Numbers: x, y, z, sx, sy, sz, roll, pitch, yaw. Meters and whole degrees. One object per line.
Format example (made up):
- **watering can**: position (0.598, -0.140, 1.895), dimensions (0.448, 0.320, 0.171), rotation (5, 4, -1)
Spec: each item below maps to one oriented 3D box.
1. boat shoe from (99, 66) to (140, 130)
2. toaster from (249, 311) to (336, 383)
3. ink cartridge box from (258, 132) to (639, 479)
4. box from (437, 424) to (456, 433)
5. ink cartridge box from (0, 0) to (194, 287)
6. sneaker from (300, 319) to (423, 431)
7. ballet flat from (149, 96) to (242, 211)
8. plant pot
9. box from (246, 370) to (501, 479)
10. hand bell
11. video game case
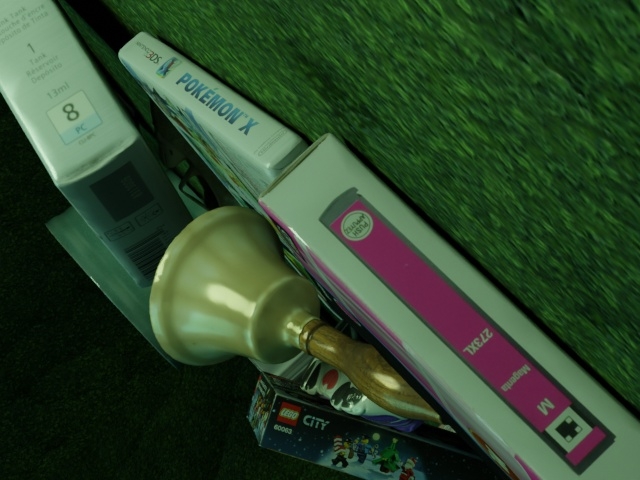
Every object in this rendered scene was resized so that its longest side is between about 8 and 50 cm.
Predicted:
- **boat shoe**: position (-0.296, -0.183, 1.918), dimensions (0.112, 0.095, 0.335), rotation (9, 168, 12)
- **toaster**: position (-0.033, 0.134, 1.894), dimensions (0.185, 0.110, 0.168), rotation (45, 174, 27)
- **ink cartridge box**: position (0.122, 0.104, 0.810), dimensions (0.371, 0.069, 0.176), rotation (42, 172, 27)
- **box**: position (0.080, 0.307, 1.479), dimensions (0.122, 0.257, 0.128), rotation (48, 174, 15)
- **ink cartridge box**: position (-0.261, -0.165, 1.409), dimensions (0.385, 0.091, 0.308), rotation (55, 176, 19)
- **sneaker**: position (0.035, 0.113, 1.153), dimensions (0.071, 0.068, 0.170), rotation (36, -178, -19)
- **ballet flat**: position (-0.126, -0.076, 1.450), dimensions (0.168, 0.052, 0.057), rotation (51, 175, -29)
- **plant pot**: position (-0.238, 0.020, 2.207), dimensions (0.293, 0.196, 0.293), rotation (48, 175, 6)
- **box**: position (0.060, 0.169, 1.207), dimensions (0.233, 0.044, 0.159), rotation (18, 180, -7)
- **hand bell**: position (0.002, 0.070, 1.024), dimensions (0.242, 0.126, 0.126), rotation (25, 160, 44)
- **video game case**: position (0.000, 0.000, 1.128), dimensions (0.329, 0.036, 0.300), rotation (50, 174, -33)
